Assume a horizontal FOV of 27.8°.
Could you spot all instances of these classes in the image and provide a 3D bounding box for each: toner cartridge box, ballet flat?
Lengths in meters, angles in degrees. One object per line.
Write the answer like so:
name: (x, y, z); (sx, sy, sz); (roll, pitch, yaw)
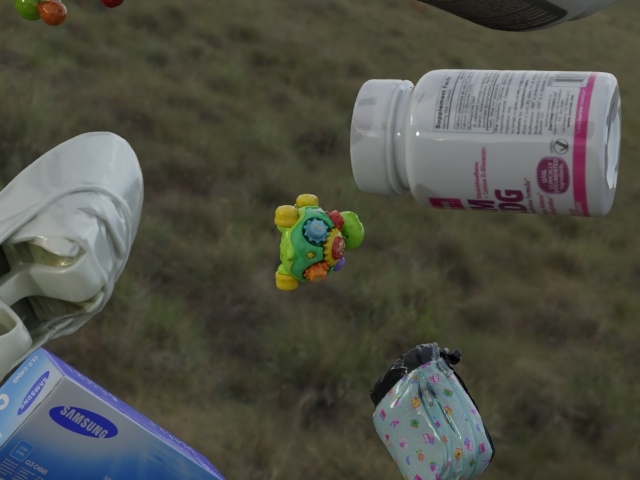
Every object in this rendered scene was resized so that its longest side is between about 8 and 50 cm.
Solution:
toner cartridge box: (-0.270, 0.281, 1.573); (0.075, 0.165, 0.348); (36, -5, 44)
ballet flat: (-0.253, 0.053, 1.055); (0.139, 0.139, 0.400); (27, 53, 24)

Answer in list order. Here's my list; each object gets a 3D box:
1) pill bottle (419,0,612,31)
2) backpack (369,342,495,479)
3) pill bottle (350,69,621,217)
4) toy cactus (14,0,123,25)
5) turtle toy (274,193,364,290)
pill bottle: (0.129, -0.250, 0.956); (0.176, 0.176, 0.318); (29, 13, 28)
backpack: (0.147, 0.248, 1.738); (0.115, 0.152, 0.182); (-11, 60, -34)
pill bottle: (0.188, -0.112, 1.461); (0.283, 0.160, 0.160); (4, 10, 20)
toy cactus: (-0.248, -0.269, 1.067); (0.112, 0.180, 0.219); (-36, 35, -20)
turtle toy: (0.000, 0.000, 1.400); (0.066, 0.095, 0.130); (9, 21, 26)
